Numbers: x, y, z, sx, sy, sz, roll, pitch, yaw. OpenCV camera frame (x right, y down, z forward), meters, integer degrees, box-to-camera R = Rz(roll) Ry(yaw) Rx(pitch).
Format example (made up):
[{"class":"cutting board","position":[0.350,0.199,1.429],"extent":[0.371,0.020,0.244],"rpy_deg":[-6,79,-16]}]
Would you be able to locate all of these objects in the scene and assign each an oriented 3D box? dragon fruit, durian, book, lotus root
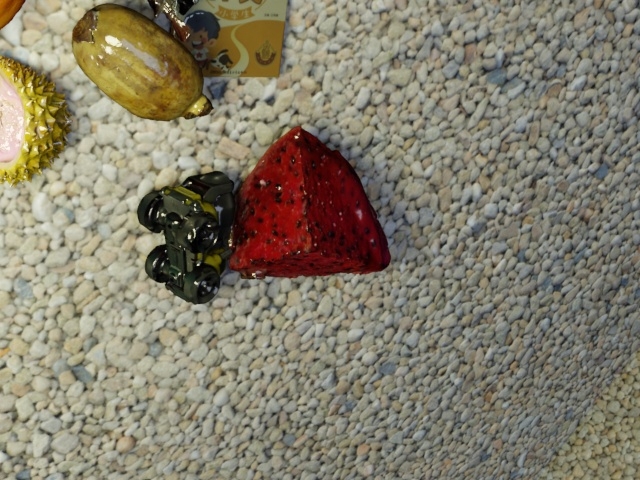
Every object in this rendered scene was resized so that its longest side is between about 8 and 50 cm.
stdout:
[{"class":"dragon fruit","position":[0.000,0.000,1.617],"extent":[0.330,0.240,0.302],"rpy_deg":[28,117,-32]},{"class":"durian","position":[-0.461,-0.176,1.328],"extent":[0.132,0.165,0.182],"rpy_deg":[16,82,3]},{"class":"book","position":[-0.147,-0.419,1.433],"extent":[0.208,0.020,0.295],"rpy_deg":[-6,118,-29]},{"class":"lotus root","position":[-0.275,-0.270,1.356],"extent":[0.145,0.128,0.260],"rpy_deg":[-29,135,32]}]

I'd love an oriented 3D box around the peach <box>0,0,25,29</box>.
[{"class":"peach","position":[-0.508,-0.363,1.123],"extent":[0.243,0.199,0.243],"rpy_deg":[-21,151,-12]}]

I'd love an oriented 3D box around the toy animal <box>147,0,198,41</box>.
[{"class":"toy animal","position":[-0.260,-0.411,1.329],"extent":[0.202,0.070,0.105],"rpy_deg":[46,55,-20]}]

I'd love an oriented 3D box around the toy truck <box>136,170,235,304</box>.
[{"class":"toy truck","position":[-0.220,-0.006,1.547],"extent":[0.165,0.147,0.224],"rpy_deg":[-32,135,-42]}]
